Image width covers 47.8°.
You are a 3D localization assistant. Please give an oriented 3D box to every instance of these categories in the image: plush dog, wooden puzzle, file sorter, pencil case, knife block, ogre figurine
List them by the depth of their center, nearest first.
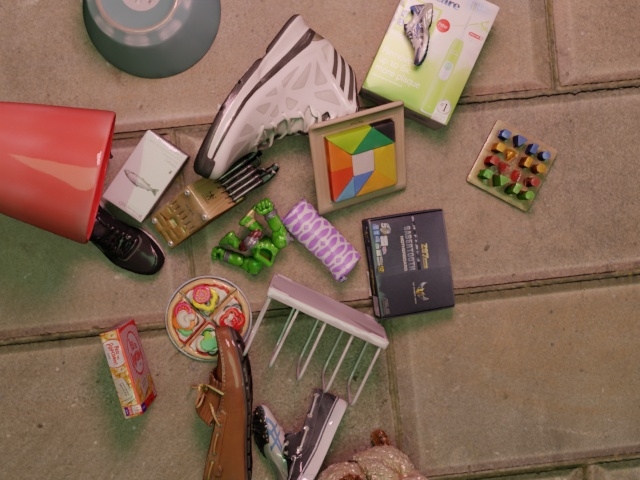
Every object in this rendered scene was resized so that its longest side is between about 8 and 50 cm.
[{"bbox_3d":[0.090,-0.173,1.575,0.221,0.044,0.238,-18,130,-15],"label":"wooden puzzle"},{"bbox_3d":[-0.017,0.218,1.608,0.278,0.193,0.173,25,96,-3],"label":"file sorter"},{"bbox_3d":[0.087,0.542,1.613,0.225,0.262,0.210,-5,63,-32],"label":"plush dog"},{"bbox_3d":[-0.149,0.004,1.633,0.118,0.097,0.197,43,95,-10],"label":"ogre figurine"},{"bbox_3d":[-0.228,-0.107,1.644,0.276,0.242,0.088,-31,94,45],"label":"knife block"},{"bbox_3d":[0.000,0.000,1.650,0.206,0.086,0.088,47,134,-3],"label":"pencil case"}]

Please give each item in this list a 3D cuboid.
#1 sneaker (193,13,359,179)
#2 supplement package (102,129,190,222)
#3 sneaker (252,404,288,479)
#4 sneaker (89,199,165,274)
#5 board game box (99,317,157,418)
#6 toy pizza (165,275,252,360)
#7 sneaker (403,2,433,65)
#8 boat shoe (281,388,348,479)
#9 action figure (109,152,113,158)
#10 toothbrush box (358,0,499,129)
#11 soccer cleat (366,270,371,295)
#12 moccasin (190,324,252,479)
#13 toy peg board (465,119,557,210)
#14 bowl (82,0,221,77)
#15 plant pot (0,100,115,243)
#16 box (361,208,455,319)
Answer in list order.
[{"bbox_3d":[-0.062,-0.259,1.533,0.257,0.169,0.447,36,65,-8],"label":"sneaker"},{"bbox_3d":[-0.385,-0.144,1.612,0.105,0.105,0.179,35,92,-9],"label":"supplement package"},{"bbox_3d":[-0.089,0.488,1.683,0.086,0.085,0.237,-23,88,-32],"label":"sneaker"},{"bbox_3d":[-0.480,-0.013,1.610,0.283,0.124,0.107,37,92,-4],"label":"sneaker"},{"bbox_3d":[-0.428,0.282,1.618,0.045,0.147,0.193,-16,94,0],"label":"board game box"},{"bbox_3d":[-0.260,0.182,1.674,0.201,0.032,0.201,0,94,-2],"label":"toy pizza"},{"bbox_3d":[0.203,-0.435,1.529,0.058,0.052,0.135,7,85,9],"label":"sneaker"},{"bbox_3d":[-0.040,0.467,1.613,0.102,0.108,0.301,26,59,5],"label":"boat shoe"},{"bbox_3d":[-0.607,-0.196,1.591,0.276,0.141,0.164,-16,96,-16],"label":"action figure"},{"bbox_3d":[0.236,-0.418,1.611,0.206,0.122,0.283,25,91,-2],"label":"toothbrush box"},{"bbox_3d":[0.124,0.111,1.685,0.036,0.029,0.083,-30,98,-4],"label":"soccer cleat"},{"bbox_3d":[-0.227,0.378,1.640,0.147,0.139,0.379,1,107,-3],"label":"moccasin"},{"bbox_3d":[0.446,-0.172,1.652,0.161,0.079,0.160,27,92,-4],"label":"toy peg board"},{"bbox_3d":[-0.381,-0.519,1.565,0.312,0.163,0.311,0,94,-1],"label":"bowl"},{"bbox_3d":[-0.551,-0.150,1.420,0.243,0.275,0.274,12,93,-14],"label":"plant pot"},{"bbox_3d":[0.202,0.052,1.654,0.184,0.059,0.232,-8,94,-13],"label":"box"}]
